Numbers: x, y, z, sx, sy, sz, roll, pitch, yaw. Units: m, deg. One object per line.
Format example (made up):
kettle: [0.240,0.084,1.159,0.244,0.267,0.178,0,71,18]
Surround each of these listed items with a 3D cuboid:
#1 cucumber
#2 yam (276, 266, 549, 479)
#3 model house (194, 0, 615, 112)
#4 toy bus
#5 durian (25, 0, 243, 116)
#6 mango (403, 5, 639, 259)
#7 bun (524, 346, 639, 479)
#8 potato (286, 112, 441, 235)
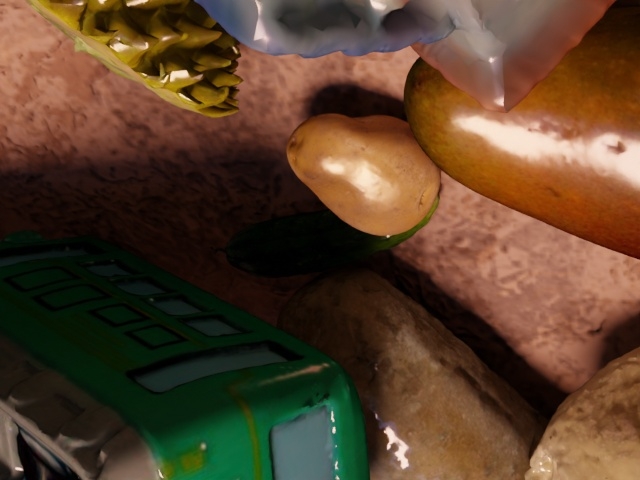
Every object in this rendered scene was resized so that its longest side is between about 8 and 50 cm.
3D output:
cucumber: [0.000,0.000,0.836,0.167,0.039,0.039,-13,129,31]
yam: [0.096,0.143,0.891,0.133,0.133,0.330,-26,116,41]
model house: [0.025,-0.207,0.457,0.251,0.295,0.329,40,176,32]
toy bus: [-0.128,0.113,0.815,0.343,0.199,0.184,24,125,47]
durian: [-0.157,-0.167,0.637,0.352,0.158,0.169,39,142,-25]
mango: [0.171,-0.047,0.653,0.267,0.111,0.133,17,155,4]
bun: [0.228,0.167,0.789,0.220,0.134,0.221,-3,107,-10]
potato: [0.023,-0.039,0.765,0.083,0.062,0.068,15,114,-28]
